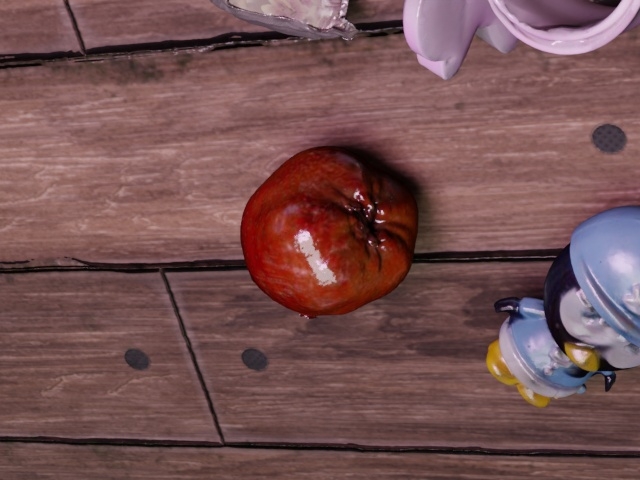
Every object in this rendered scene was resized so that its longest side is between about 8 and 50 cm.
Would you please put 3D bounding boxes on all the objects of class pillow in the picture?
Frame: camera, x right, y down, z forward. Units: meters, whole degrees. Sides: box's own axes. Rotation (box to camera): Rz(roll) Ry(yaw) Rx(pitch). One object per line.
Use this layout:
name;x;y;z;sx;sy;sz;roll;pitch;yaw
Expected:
pillow;-0.029;-0.318;1.471;0.169;0.059;0.255;17;127;22

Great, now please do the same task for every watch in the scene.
watch;0.205;-0.244;1.317;0.217;0.211;0.248;24;125;34

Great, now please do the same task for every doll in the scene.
doll;0.302;0.071;1.576;0.177;0.141;0.314;36;133;-10

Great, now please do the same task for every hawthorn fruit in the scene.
hawthorn fruit;0.000;0.000;1.625;0.185;0.185;0.202;46;143;-14
